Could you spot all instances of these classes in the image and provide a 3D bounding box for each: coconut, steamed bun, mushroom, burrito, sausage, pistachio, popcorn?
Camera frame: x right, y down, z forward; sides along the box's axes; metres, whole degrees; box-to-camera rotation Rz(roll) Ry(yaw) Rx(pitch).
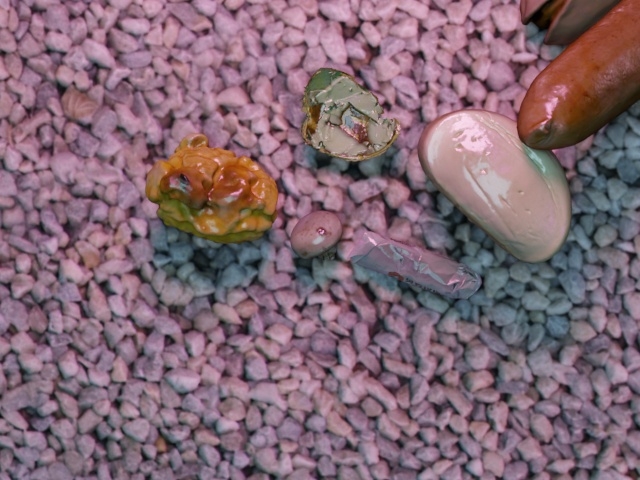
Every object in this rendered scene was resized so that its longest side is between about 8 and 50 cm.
[{"bbox_3d":[0.034,-0.184,1.698,0.133,0.055,0.158,-35,88,8],"label":"coconut"},{"bbox_3d":[0.257,-0.093,1.609,0.250,0.200,0.155,41,96,-1],"label":"steamed bun"},{"bbox_3d":[0.000,0.000,1.710,0.085,0.085,0.079,-33,119,7],"label":"mushroom"},{"bbox_3d":[0.144,0.038,1.701,0.203,0.064,0.064,19,95,6],"label":"burrito"},{"bbox_3d":[0.450,-0.282,1.564,0.501,0.136,0.123,-40,91,-14],"label":"sausage"},{"bbox_3d":[0.380,-0.386,1.613,0.138,0.153,0.238,42,123,11],"label":"pistachio"},{"bbox_3d":[-0.167,-0.069,1.688,0.194,0.163,0.140,9,116,-26],"label":"popcorn"}]
